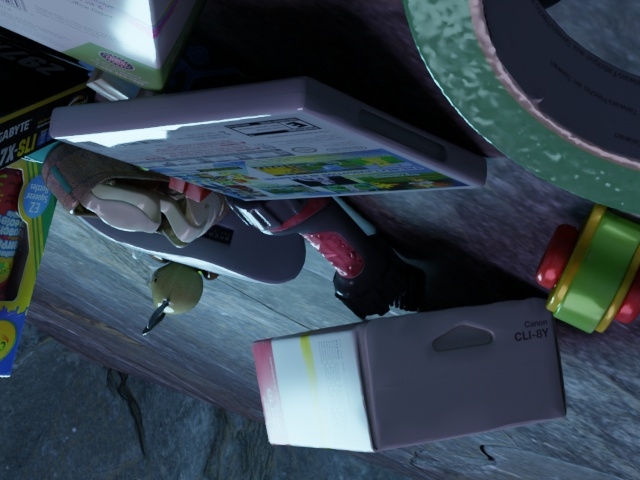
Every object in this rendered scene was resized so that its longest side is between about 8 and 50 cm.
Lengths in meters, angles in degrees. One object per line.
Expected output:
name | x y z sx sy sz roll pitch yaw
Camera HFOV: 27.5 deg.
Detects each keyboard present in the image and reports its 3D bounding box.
keyboard | 0.089 0.070 1.868 0.100 0.038 0.192 22 163 11

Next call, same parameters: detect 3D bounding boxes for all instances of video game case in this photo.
video game case | -0.050 -0.093 1.305 0.329 0.036 0.300 -2 168 38

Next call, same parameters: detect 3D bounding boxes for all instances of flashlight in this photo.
flashlight | 0.000 0.000 1.637 0.103 0.103 0.304 -15 141 25

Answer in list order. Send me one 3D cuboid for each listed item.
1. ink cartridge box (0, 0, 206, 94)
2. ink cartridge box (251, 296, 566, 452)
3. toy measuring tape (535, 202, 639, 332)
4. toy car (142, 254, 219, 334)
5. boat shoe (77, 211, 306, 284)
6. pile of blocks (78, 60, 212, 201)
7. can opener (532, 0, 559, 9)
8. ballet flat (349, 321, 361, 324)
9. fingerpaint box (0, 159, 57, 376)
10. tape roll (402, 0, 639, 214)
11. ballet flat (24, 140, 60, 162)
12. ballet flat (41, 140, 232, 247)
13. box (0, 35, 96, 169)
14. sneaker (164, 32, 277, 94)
ink cartridge box | -0.204 -0.268 1.071 0.207 0.119 0.353 24 165 2
ink cartridge box | 0.106 0.180 1.748 0.279 0.160 0.385 -7 176 -22
toy measuring tape | 0.279 0.017 1.265 0.121 0.121 0.330 24 164 6
toy car | -0.238 0.058 2.049 0.149 0.188 0.155 26 164 -3
boat shoe | -0.206 -0.031 1.857 0.367 0.135 0.156 19 169 -14
pile of blocks | -0.210 -0.141 1.506 0.149 0.112 0.362 17 162 27
can opener | 0.204 -0.164 0.824 0.283 0.095 0.076 14 162 35
ballet flat | 0.130 0.180 2.109 0.231 0.077 0.077 14 145 40
fingerpaint box | -0.572 -0.006 1.783 0.163 0.371 0.445 17 -177 27
tape roll | 0.207 -0.144 0.726 0.321 0.077 0.321 16 144 12
ballet flat | -0.398 -0.155 1.682 0.281 0.095 0.096 1 -137 -39
ballet flat | -0.211 -0.044 1.659 0.316 0.107 0.106 9 -145 -44
box | -0.463 -0.190 1.538 0.322 0.079 0.257 22 -156 13
sneaker | -0.114 -0.153 1.378 0.211 0.080 0.081 30 161 -11
